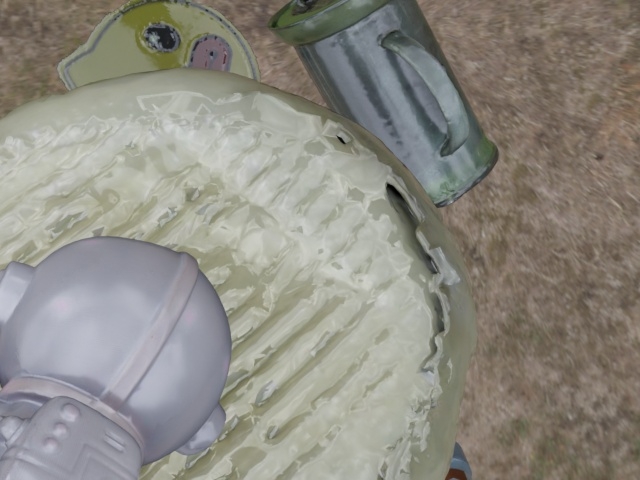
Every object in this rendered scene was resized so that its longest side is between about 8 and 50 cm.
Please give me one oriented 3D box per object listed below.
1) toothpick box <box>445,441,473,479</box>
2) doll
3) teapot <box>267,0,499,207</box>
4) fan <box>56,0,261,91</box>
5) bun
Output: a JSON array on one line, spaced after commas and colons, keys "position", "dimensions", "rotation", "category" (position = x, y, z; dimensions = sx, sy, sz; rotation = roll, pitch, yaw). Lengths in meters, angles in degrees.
[{"position": [0.153, 0.333, 1.335], "dimensions": [0.101, 0.153, 0.101], "rotation": [-8, 130, -10], "category": "toothpick box"}, {"position": [-0.116, 0.109, 0.420], "dimensions": [0.150, 0.287, 0.151], "rotation": [13, 140, 11], "category": "doll"}, {"position": [0.108, -0.188, 1.407], "dimensions": [0.200, 0.270, 0.337], "rotation": [-37, 112, -14], "category": "teapot"}, {"position": [-0.132, -0.148, 1.215], "dimensions": [0.334, 0.011, 0.230], "rotation": [15, 92, -8], "category": "fan"}, {"position": [-0.080, 0.065, 0.678], "dimensions": [0.359, 0.211, 0.360], "rotation": [1, 67, -2], "category": "bun"}]
